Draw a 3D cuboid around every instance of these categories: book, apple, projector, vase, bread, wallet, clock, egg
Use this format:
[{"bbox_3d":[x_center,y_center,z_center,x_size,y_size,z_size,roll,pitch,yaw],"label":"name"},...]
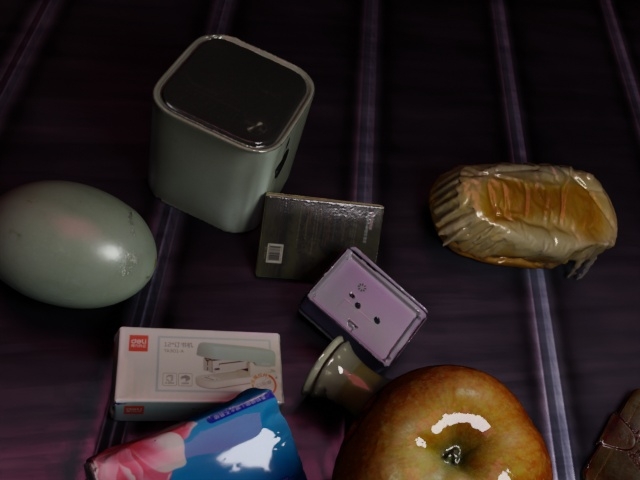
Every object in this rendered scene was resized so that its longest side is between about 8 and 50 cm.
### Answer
[{"bbox_3d":[0.000,0.000,1.345,0.229,0.160,0.024,5,13,-14],"label":"book"},{"bbox_3d":[0.153,0.309,0.932,0.278,0.250,0.309,13,76,18],"label":"apple"},{"bbox_3d":[-0.175,-0.201,1.369,0.248,0.249,0.248,25,52,2],"label":"projector"},{"bbox_3d":[0.131,0.288,1.153,0.321,0.173,0.173,32,51,14],"label":"vase"},{"bbox_3d":[0.421,-0.059,1.509,0.389,0.183,0.235,12,67,-16],"label":"bread"},{"bbox_3d":[0.569,0.383,1.293,0.137,0.031,0.255,40,53,14],"label":"wallet"},{"bbox_3d":[0.076,0.123,1.286,0.193,0.073,0.144,41,60,3],"label":"clock"},{"bbox_3d":[-0.407,0.007,1.168,0.283,0.202,0.202,14,51,-2],"label":"egg"}]

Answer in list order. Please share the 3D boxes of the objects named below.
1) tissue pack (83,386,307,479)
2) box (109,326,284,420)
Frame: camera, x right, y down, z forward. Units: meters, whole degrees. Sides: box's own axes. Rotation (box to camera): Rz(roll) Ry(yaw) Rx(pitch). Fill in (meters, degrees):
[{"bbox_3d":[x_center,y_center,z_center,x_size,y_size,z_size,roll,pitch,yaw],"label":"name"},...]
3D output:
[{"bbox_3d":[-0.161,0.347,0.995,0.270,0.137,0.209,-17,90,-28],"label":"tissue pack"},{"bbox_3d":[-0.197,0.218,1.152,0.270,0.079,0.135,5,53,-14],"label":"box"}]
